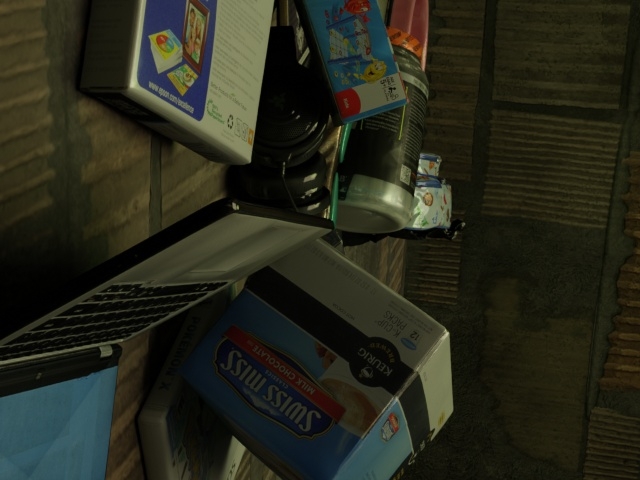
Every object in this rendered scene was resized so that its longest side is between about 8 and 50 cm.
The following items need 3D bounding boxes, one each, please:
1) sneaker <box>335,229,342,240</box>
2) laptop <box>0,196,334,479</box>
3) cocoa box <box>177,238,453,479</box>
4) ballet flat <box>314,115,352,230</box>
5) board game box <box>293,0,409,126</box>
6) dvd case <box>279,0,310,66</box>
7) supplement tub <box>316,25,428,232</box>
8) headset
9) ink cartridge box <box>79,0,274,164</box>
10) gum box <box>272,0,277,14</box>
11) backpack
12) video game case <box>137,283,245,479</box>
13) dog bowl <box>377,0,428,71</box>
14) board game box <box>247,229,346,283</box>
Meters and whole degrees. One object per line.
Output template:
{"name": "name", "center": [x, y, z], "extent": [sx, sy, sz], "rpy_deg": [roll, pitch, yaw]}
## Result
{"name": "sneaker", "center": [0.000, 0.000, 2.013], "extent": [0.222, 0.083, 0.118], "rpy_deg": [-57, 147, -86]}
{"name": "laptop", "center": [-0.149, 0.167, 0.917], "extent": [0.236, 0.408, 0.382], "rpy_deg": [63, 9, 6]}
{"name": "cocoa box", "center": [0.010, 0.188, 1.360], "extent": [0.228, 0.231, 0.347], "rpy_deg": [-50, 160, -13]}
{"name": "ballet flat", "center": [-0.012, -0.120, 1.779], "extent": [0.107, 0.106, 0.316], "rpy_deg": [82, 18, -74]}
{"name": "board game box", "center": [0.017, -0.305, 1.436], "extent": [0.308, 0.086, 0.302], "rpy_deg": [-104, 176, -84]}
{"name": "dvd case", "center": [-0.040, -0.371, 1.726], "extent": [0.164, 0.018, 0.221], "rpy_deg": [-68, 160, -59]}
{"name": "supplement tub", "center": [0.080, -0.197, 1.947], "extent": [0.207, 0.207, 0.338], "rpy_deg": [60, 38, -72]}
{"name": "headset", "center": [-0.079, -0.118, 1.467], "extent": [0.243, 0.185, 0.394], "rpy_deg": [89, -2, -47]}
{"name": "ink cartridge box", "center": [-0.129, -0.260, 1.121], "extent": [0.303, 0.072, 0.307], "rpy_deg": [26, 69, -69]}
{"name": "gum box", "center": [-0.101, -0.314, 1.378], "extent": [0.157, 0.041, 0.184], "rpy_deg": [85, 16, -45]}
{"name": "backpack", "center": [0.137, -0.086, 2.195], "extent": [0.263, 0.276, 0.213], "rpy_deg": [-31, 118, -73]}
{"name": "video game case", "center": [-0.154, 0.244, 1.423], "extent": [0.300, 0.036, 0.329], "rpy_deg": [-70, 162, -52]}
{"name": "dog bowl", "center": [0.127, -0.379, 2.246], "extent": [0.408, 0.150, 0.408], "rpy_deg": [6, 90, -80]}
{"name": "board game box", "center": [-0.022, 0.079, 1.700], "extent": [0.060, 0.194, 0.194], "rpy_deg": [-126, -150, -55]}
